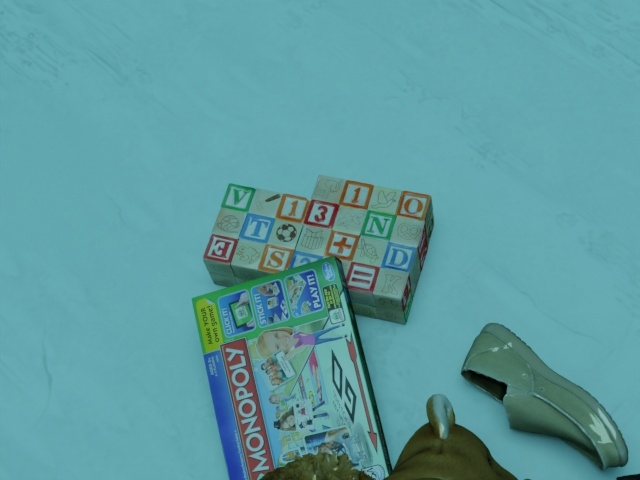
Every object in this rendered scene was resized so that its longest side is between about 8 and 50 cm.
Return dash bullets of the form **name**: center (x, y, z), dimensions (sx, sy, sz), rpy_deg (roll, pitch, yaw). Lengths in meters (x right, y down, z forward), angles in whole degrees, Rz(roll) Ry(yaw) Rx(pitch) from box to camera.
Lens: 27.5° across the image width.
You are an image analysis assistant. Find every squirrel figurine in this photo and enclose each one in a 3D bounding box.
- **squirrel figurine**: center (0.075, 0.330, 1.498), dimensions (0.397, 0.281, 0.370), rpy_deg (13, 32, 4)

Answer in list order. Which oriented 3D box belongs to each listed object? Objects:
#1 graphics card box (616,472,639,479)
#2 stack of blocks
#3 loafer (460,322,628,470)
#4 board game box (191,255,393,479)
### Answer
- **graphics card box**: center (0.555, 0.376, 1.560), dimensions (0.371, 0.094, 0.232), rpy_deg (-12, 61, 17)
- **stack of blocks**: center (0.000, 0.000, 1.890), dimensions (0.297, 0.087, 0.171), rpy_deg (11, 64, 14)
- **loafer**: center (0.291, 0.221, 1.730), dimensions (0.092, 0.102, 0.268), rpy_deg (-41, 55, -12)
- **board game box**: center (-0.039, 0.201, 1.759), dimensions (0.214, 0.046, 0.317), rpy_deg (-17, 73, 9)
